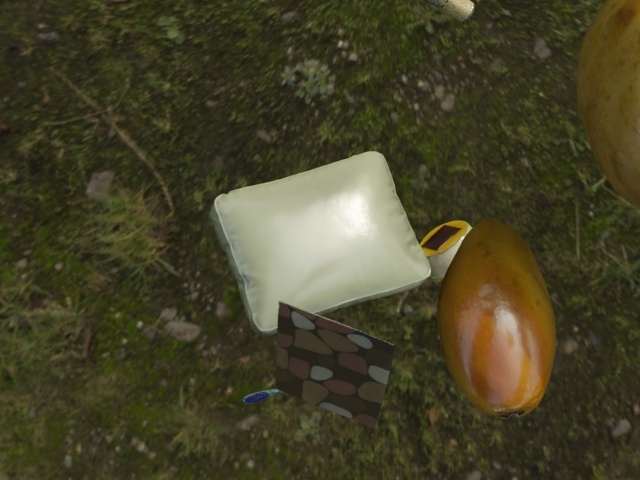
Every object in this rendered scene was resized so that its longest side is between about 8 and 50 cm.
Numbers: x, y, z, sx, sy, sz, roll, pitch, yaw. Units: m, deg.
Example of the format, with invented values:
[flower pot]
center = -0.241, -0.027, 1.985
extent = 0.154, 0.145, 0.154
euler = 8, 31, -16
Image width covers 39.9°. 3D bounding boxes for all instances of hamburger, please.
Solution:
[hamburger]
center = 0.251, 0.023, 1.718
extent = 0.141, 0.126, 0.081
euler = -6, 126, 50

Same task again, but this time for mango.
[mango]
center = 0.181, 0.065, 0.913
extent = 0.113, 0.253, 0.138
euler = -24, 125, 27

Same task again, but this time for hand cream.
[hand cream]
center = 0.223, -0.506, 1.763
extent = 0.203, 0.084, 0.084
euler = 27, 110, -18

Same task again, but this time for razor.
[razor]
center = -0.107, 0.349, 2.053
extent = 0.155, 0.028, 0.044
euler = -16, 96, -22

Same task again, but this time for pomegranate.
[pomegranate]
center = 0.353, -0.136, 0.784
extent = 0.260, 0.260, 0.260
euler = 1, 110, 4

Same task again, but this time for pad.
[pad]
center = 0.013, 0.171, 1.171
extent = 0.158, 0.003, 0.235
euler = 20, 144, 10

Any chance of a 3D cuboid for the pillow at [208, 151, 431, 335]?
[pillow]
center = 0.000, 0.000, 1.462
extent = 0.322, 0.120, 0.255
euler = -18, 75, -19
